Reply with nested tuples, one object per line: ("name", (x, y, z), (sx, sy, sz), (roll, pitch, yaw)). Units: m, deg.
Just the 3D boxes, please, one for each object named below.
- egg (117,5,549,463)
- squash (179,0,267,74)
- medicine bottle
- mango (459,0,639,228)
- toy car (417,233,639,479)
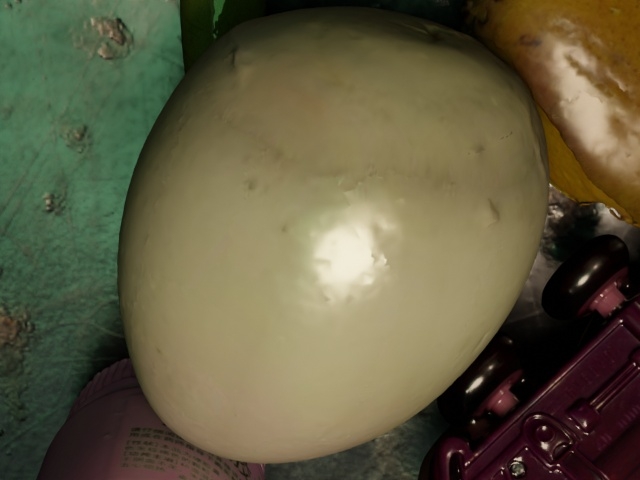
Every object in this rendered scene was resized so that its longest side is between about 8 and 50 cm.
("egg", (0.000, 0.000, 1.381), (0.283, 0.283, 0.345), (26, 102, -7))
("squash", (-0.074, -0.131, 1.491), (0.066, 0.066, 0.201), (3, 110, 0))
("medicine bottle", (-0.130, 0.211, 1.472), (0.178, 0.290, 0.178), (0, 107, 2))
("mango", (0.214, -0.114, 1.448), (0.167, 0.130, 0.262), (-34, 95, -3))
("toy car", (0.228, 0.173, 1.496), (0.341, 0.240, 0.271), (-40, 76, -14))
